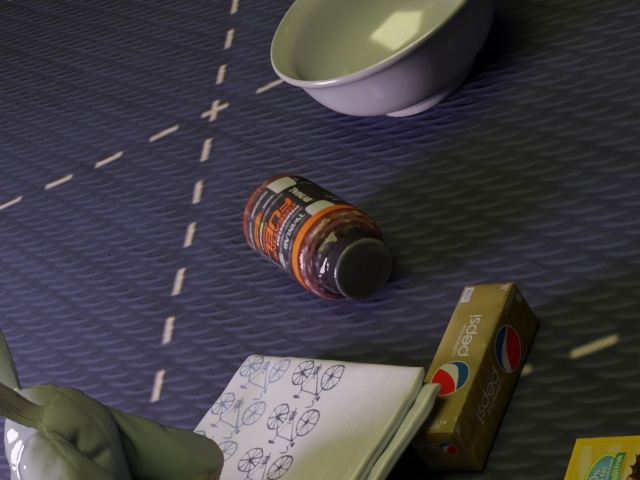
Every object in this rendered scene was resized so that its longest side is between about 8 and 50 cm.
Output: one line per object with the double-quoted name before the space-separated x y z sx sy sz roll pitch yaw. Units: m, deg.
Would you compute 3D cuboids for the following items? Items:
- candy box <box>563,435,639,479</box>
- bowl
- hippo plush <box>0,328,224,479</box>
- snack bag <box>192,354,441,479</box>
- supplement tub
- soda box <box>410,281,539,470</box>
"candy box" 0.229 0.246 1.244 0.105 0.027 0.206 -11 40 39
"bowl" 0.097 -0.246 1.883 0.298 0.134 0.298 -24 34 18
"hippo plush" -0.239 0.269 1.366 0.236 0.294 0.234 -56 14 18
"snack bag" -0.072 0.251 1.454 0.323 0.037 0.342 0 51 57
"supplement tub" 0.000 0.000 1.693 0.106 0.106 0.198 -43 33 -10
"soda box" 0.142 0.126 1.441 0.058 0.061 0.181 -6 44 39
